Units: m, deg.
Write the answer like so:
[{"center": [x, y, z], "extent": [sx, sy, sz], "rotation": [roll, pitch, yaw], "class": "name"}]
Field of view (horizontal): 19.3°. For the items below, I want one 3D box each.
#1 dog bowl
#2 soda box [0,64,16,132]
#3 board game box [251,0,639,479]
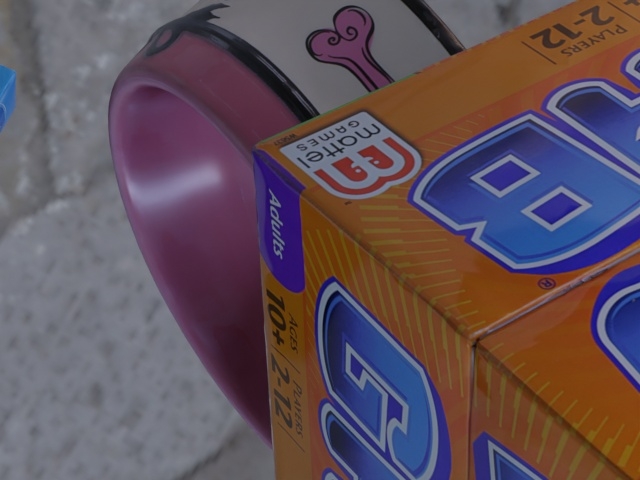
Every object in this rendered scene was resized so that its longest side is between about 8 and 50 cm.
[{"center": [0.000, 0.000, 1.311], "extent": [0.150, 0.408, 0.408], "rotation": [-30, 136, -20], "class": "dog bowl"}, {"center": [-0.343, -0.066, 1.643], "extent": [0.067, 0.071, 0.210], "rotation": [108, 6, -62], "class": "soda box"}, {"center": [0.214, 0.108, 0.995], "extent": [0.356, 0.356, 0.356], "rotation": [-26, 136, -25], "class": "board game box"}]
